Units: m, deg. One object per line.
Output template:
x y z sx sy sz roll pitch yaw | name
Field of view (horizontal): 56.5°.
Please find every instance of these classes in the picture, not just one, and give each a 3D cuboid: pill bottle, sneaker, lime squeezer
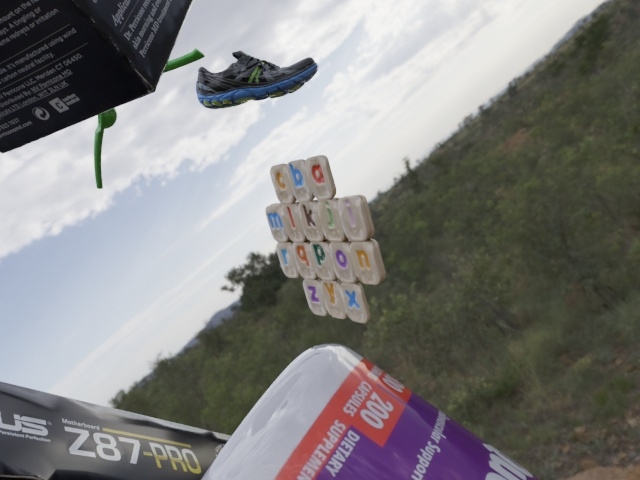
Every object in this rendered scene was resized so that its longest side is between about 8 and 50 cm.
0.082 0.216 0.349 0.181 0.323 0.181 -54 -12 -17 | pill bottle
-0.096 -0.249 0.889 0.188 0.078 0.067 -10 3 3 | sneaker
-0.337 -0.228 1.014 0.310 0.059 0.110 -48 -30 14 | lime squeezer

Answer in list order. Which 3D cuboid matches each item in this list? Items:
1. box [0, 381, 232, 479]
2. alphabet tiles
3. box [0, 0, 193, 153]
-0.204 0.286 0.477 0.395 0.097 0.318 31 -80 -44 | box
0.000 0.000 0.991 0.021 0.278 0.284 -23 12 -32 | alphabet tiles
-0.250 -0.311 0.471 0.178 0.312 0.343 -13 47 25 | box
